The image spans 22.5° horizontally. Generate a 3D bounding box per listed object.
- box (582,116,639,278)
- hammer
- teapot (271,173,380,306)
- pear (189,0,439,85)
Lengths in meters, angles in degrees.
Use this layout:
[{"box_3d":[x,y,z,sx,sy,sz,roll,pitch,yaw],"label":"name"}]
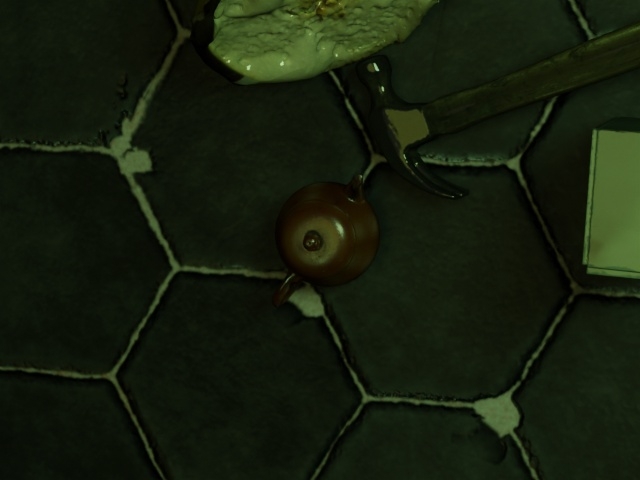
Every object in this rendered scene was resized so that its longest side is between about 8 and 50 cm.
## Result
[{"box_3d":[0.301,-0.044,1.503,0.086,0.225,0.129,6,98,15],"label":"box"},{"box_3d":[0.242,-0.168,1.554,0.440,0.044,0.168,-20,93,30],"label":"hammer"},{"box_3d":[0.000,0.000,1.655,0.116,0.116,0.173,37,106,8],"label":"teapot"},{"box_3d":[-0.017,-0.284,1.596,0.267,0.267,0.178,-27,59,17],"label":"pear"}]
